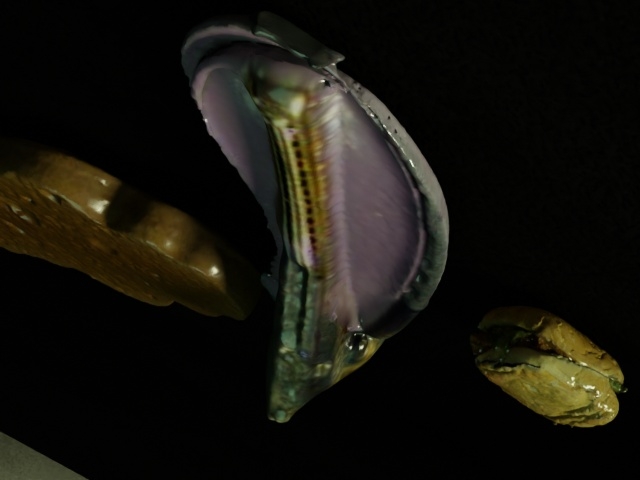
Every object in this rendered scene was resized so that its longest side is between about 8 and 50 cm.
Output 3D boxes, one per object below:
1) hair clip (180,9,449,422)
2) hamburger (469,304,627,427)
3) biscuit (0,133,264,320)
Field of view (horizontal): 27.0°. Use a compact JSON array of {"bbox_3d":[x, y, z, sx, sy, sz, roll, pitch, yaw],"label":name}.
[{"bbox_3d":[0.002,0.001,0.700,0.110,0.095,0.359,57,163,25],"label":"hair clip"},{"bbox_3d":[0.124,0.068,0.726,0.083,0.044,0.076,33,158,-24],"label":"hamburger"},{"bbox_3d":[-0.165,-0.018,0.887,0.295,0.044,0.186,19,163,25],"label":"biscuit"}]
